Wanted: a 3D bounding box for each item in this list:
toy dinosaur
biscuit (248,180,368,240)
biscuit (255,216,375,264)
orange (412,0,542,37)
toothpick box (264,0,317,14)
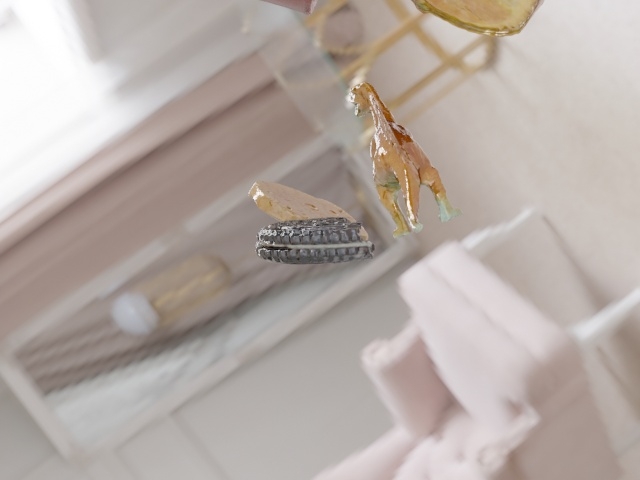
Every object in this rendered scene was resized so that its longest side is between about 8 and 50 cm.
[{"bbox_3d":[0.070,-0.076,1.413,0.212,0.057,0.142,177,72,-83],"label":"toy dinosaur"},{"bbox_3d":[-0.009,-0.020,1.691,0.140,0.023,0.118,20,-163,-33],"label":"biscuit"},{"bbox_3d":[0.000,0.000,1.053,0.087,0.089,0.027,1,95,30],"label":"biscuit"},{"bbox_3d":[0.142,-0.330,1.611,0.274,0.274,0.310,52,-161,5],"label":"orange"},{"bbox_3d":[-0.140,-0.323,1.328,0.333,0.204,0.204,17,165,1],"label":"toothpick box"}]
